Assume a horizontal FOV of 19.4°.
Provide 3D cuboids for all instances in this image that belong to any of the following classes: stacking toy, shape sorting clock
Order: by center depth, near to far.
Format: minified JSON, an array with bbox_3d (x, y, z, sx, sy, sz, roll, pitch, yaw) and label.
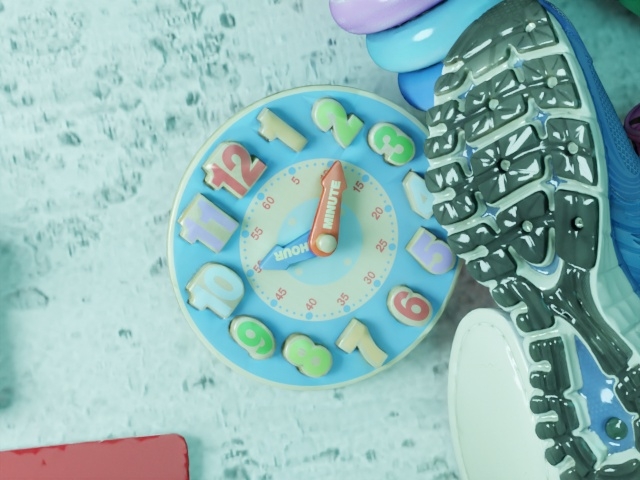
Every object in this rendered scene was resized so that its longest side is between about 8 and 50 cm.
[{"bbox_3d":[0.000,0.000,1.240,0.206,0.040,0.206,-2,100,-13],"label":"shape sorting clock"},{"bbox_3d":[0.126,-0.095,1.281,0.141,0.141,0.330,-41,110,-19],"label":"stacking toy"}]

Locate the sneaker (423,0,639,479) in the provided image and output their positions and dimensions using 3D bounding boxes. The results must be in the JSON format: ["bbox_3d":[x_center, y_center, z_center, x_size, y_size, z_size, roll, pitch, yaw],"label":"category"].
[{"bbox_3d":[0.173,0.001,1.202,0.147,0.129,0.330,-27,101,-52],"label":"sneaker"}]

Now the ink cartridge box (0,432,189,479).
[{"bbox_3d":[-0.193,0.263,1.115,0.309,0.130,0.272,-5,88,-23],"label":"ink cartridge box"}]

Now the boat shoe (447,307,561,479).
[{"bbox_3d":[0.173,0.191,1.284,0.096,0.116,0.324,-19,98,-27],"label":"boat shoe"}]

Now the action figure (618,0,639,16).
[{"bbox_3d":[0.191,-0.226,1.339,0.232,0.063,0.137,11,85,-26],"label":"action figure"}]

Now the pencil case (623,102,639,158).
[{"bbox_3d":[0.279,-0.004,1.333,0.095,0.098,0.209,-16,99,16],"label":"pencil case"}]
